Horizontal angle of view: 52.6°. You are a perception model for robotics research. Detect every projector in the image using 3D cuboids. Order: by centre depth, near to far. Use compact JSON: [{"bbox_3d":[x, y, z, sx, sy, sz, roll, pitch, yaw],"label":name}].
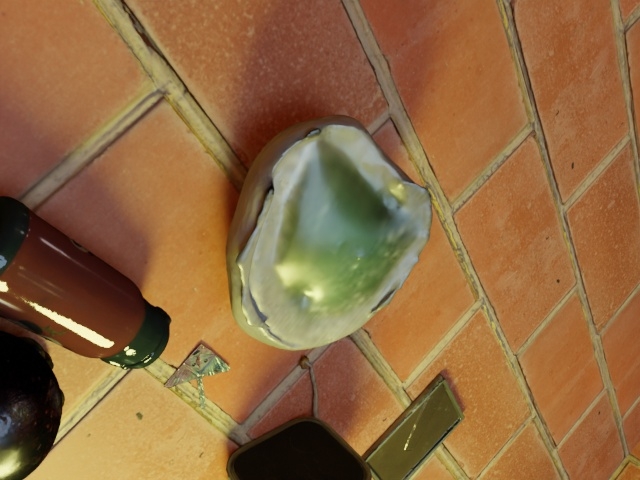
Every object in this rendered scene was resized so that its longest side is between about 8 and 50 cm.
[{"bbox_3d":[-0.042,0.564,1.358,0.248,0.248,0.249,-19,123,-31],"label":"projector"}]

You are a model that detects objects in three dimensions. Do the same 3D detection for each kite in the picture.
[{"bbox_3d":[-0.231,0.261,1.218,0.137,0.005,0.153,-8,117,-34],"label":"kite"}]

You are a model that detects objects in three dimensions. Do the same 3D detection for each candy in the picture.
[{"bbox_3d":[0.000,0.000,1.148,0.386,0.186,0.427,22,99,-35],"label":"candy"}]

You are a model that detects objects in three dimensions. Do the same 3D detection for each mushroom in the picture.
[{"bbox_3d":[-0.012,0.362,1.440,0.028,0.026,0.286,-19,126,-12],"label":"mushroom"}]

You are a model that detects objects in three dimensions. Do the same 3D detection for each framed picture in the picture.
[{"bbox_3d":[0.254,0.530,1.739,0.315,0.024,0.232,-42,132,-13],"label":"framed picture"}]

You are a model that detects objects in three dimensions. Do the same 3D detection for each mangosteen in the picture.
[{"bbox_3d":[-0.455,0.221,0.894,0.265,0.228,0.228,-39,146,-71],"label":"mangosteen"}]

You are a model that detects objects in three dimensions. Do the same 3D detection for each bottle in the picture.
[{"bbox_3d":[-0.354,0.082,0.933,0.144,0.144,0.336,-52,134,-6],"label":"bottle"}]
